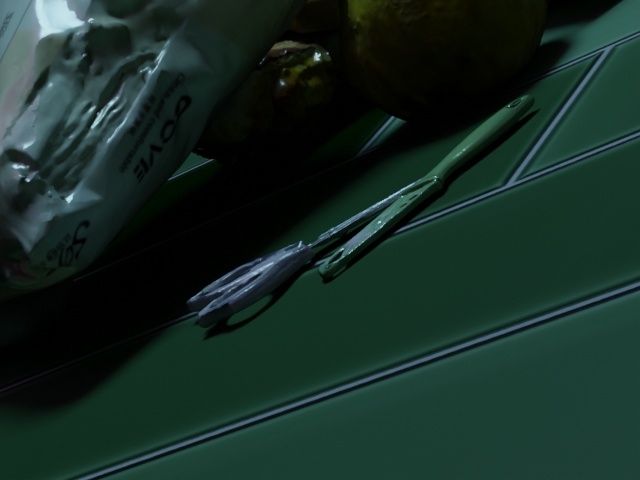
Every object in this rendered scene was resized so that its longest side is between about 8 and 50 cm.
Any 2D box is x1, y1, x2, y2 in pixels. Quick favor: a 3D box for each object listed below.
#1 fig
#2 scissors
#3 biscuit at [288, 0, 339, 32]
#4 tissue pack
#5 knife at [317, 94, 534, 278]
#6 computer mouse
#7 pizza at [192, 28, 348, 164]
[{"bbox_3d":[0.066,-0.218,1.367,0.159,0.257,0.159,-20,2,1],"label":"fig"},{"bbox_3d":[0.000,0.000,1.211,0.189,0.015,0.100,-31,10,-5],"label":"scissors"},{"bbox_3d":[0.010,-0.216,1.674,0.301,0.043,0.278,-2,12,37],"label":"biscuit"},{"bbox_3d":[-0.189,-0.121,1.419,0.375,0.195,0.390,-58,20,-15],"label":"tissue pack"},{"bbox_3d":[0.070,-0.036,1.192,0.207,0.014,0.030,-40,15,-27],"label":"knife"},{"bbox_3d":[-0.225,0.055,1.458,0.066,0.039,0.096,-20,12,30],"label":"computer mouse"},{"bbox_3d":[-0.045,-0.126,1.616,0.161,0.085,0.305,-12,12,15],"label":"pizza"}]
